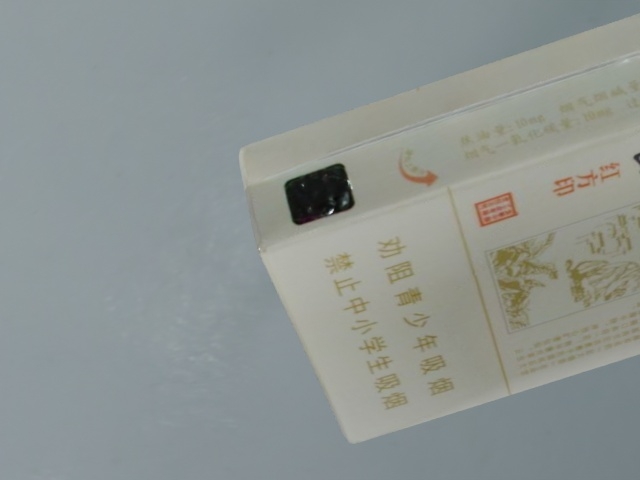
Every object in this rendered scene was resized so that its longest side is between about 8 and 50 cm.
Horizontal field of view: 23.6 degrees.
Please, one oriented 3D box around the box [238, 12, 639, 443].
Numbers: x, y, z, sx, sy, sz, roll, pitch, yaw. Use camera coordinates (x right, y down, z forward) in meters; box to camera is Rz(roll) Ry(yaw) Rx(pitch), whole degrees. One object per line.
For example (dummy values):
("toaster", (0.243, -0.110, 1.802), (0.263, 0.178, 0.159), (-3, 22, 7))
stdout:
("box", (0.083, -0.005, 0.601), (0.201, 0.141, 0.058), (-18, 48, 5))
